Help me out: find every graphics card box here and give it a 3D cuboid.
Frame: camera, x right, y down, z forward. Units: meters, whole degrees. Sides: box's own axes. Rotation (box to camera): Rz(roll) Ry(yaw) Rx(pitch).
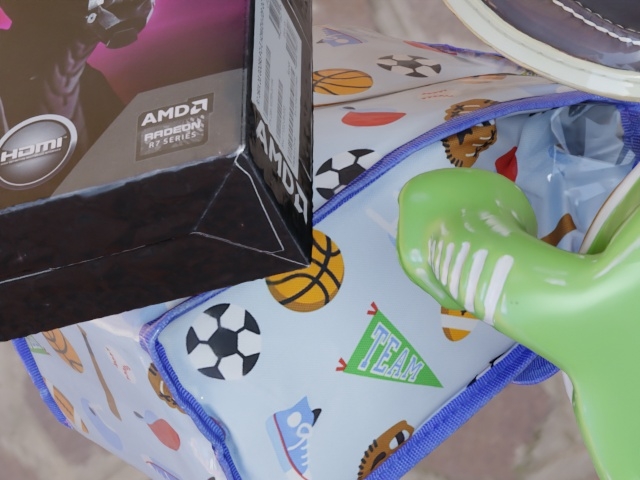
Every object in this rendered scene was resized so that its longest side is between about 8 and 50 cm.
[{"bbox_3d":[-0.123,-0.122,0.988,0.233,0.371,0.094,-13,138,15],"label":"graphics card box"}]

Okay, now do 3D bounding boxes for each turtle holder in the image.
[{"bbox_3d":[0.216,0.050,0.957,0.320,0.227,0.243,-15,106,5],"label":"turtle holder"}]

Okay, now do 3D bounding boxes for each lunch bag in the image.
[{"bbox_3d":[0.000,0.000,1.307,0.328,0.385,0.239,20,144,53],"label":"lunch bag"}]

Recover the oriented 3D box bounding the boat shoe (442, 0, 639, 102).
[{"bbox_3d":[0.107,-0.173,1.005,0.285,0.103,0.092,51,139,42],"label":"boat shoe"}]
